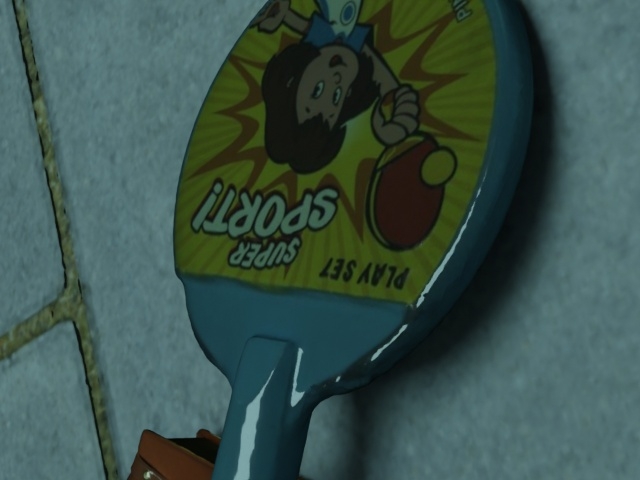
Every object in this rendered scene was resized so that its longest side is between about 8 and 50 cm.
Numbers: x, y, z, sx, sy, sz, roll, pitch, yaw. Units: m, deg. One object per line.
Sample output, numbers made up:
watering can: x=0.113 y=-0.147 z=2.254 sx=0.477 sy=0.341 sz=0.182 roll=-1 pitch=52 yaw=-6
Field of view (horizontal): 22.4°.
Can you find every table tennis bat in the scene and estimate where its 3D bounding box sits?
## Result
table tennis bat: x=0.000 y=0.000 z=0.791 sx=0.215 sy=0.044 sz=0.329 roll=8 pitch=79 yaw=44

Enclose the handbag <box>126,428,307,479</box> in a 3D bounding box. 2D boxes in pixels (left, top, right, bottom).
handbag: x=-0.033 y=0.184 z=0.825 sx=0.190 sy=0.062 sz=0.127 roll=22 pitch=100 yaw=42
